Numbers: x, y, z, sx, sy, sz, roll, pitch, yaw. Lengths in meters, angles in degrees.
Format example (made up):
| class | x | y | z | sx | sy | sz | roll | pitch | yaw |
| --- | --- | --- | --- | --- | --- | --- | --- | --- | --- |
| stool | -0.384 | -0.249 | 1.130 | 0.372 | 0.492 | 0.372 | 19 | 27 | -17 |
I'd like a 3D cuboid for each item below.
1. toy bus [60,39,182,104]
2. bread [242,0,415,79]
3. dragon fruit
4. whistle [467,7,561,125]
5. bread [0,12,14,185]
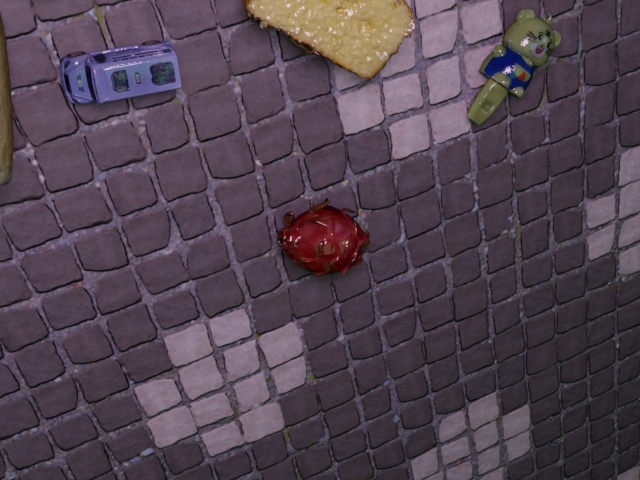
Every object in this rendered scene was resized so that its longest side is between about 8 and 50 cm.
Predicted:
| class | x | y | z | sx | sy | sz | roll | pitch | yaw |
| --- | --- | --- | --- | --- | --- | --- | --- | --- | --- |
| toy bus | -0.293 | -0.245 | 1.207 | 0.167 | 0.076 | 0.073 | -15 | 122 | -17 |
| bread | 0.007 | -0.373 | 1.240 | 0.260 | 0.147 | 0.160 | 18 | 117 | -27 |
| dragon fruit | 0.000 | 0.000 | 1.450 | 0.165 | 0.133 | 0.136 | -1 | 75 | -25 |
| whistle | 0.339 | -0.306 | 1.457 | 0.105 | 0.085 | 0.227 | 29 | 102 | -29 |
| bread | -0.531 | -0.246 | 0.999 | 0.395 | 0.239 | 0.264 | 17 | 109 | -33 |
